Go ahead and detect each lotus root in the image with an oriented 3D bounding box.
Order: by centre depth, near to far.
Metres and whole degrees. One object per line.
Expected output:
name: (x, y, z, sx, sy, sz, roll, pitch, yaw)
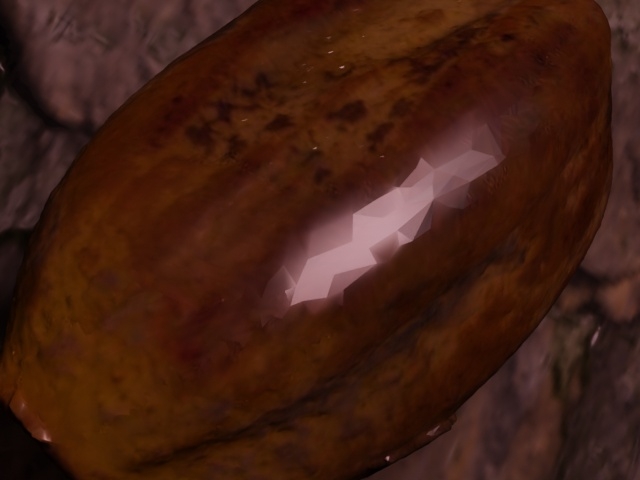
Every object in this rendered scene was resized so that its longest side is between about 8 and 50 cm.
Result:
lotus root: (-0.001, 0.005, 0.546, 0.291, 0.193, 0.193, -40, 90, -26)
